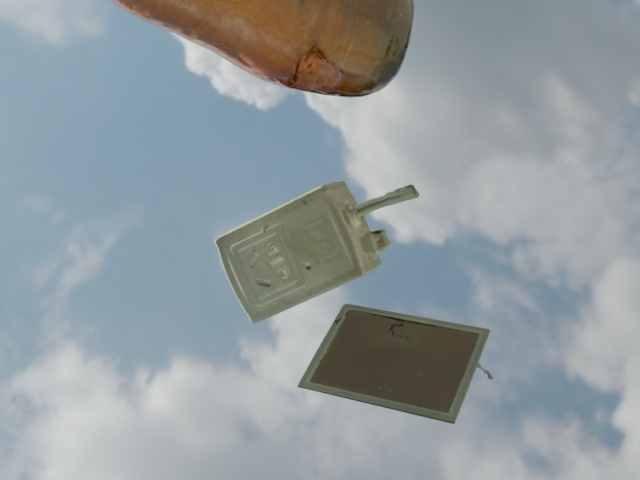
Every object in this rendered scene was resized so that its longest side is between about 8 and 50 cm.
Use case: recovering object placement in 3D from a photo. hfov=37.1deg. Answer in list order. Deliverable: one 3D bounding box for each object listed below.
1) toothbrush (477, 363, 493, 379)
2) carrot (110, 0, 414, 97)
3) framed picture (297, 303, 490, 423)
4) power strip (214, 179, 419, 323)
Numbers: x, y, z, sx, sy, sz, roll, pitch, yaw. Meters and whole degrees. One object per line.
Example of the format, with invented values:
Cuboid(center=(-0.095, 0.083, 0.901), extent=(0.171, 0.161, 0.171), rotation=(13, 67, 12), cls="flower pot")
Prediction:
Cuboid(center=(0.276, 0.219, 1.683), extent=(0.014, 0.011, 0.167), rotation=(55, -171, 34), cls="toothbrush")
Cuboid(center=(-0.045, -0.132, 0.487), extent=(0.193, 0.087, 0.087), rotation=(17, -134, -20), cls="carrot")
Cuboid(center=(0.125, 0.200, 1.597), extent=(0.273, 0.016, 0.216), rotation=(10, -138, 23), cls="framed picture")
Cuboid(center=(0.000, 0.000, 0.708), extent=(0.075, 0.175, 0.042), rotation=(65, -153, 2), cls="power strip")
